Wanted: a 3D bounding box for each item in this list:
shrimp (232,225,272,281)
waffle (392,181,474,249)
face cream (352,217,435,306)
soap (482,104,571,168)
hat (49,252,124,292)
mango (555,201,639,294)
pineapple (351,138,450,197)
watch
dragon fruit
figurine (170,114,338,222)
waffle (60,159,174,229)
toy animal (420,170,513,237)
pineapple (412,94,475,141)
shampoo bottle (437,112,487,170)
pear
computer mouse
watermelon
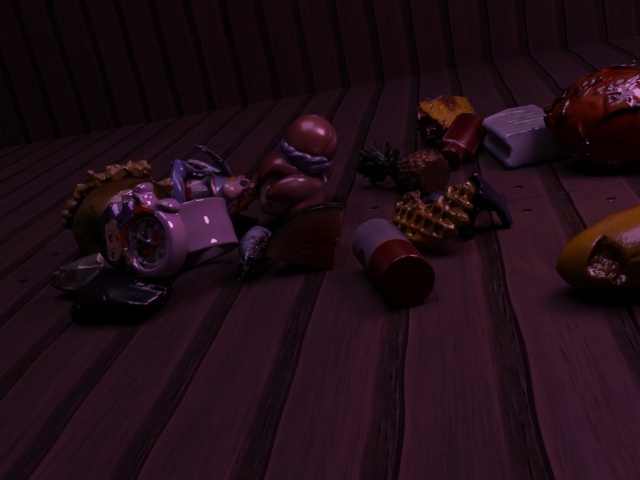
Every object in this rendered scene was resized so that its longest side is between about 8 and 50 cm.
[{"bbox_3d":[-0.138,0.033,1.550,0.090,0.079,0.233,-43,10,24],"label":"shrimp"},{"bbox_3d":[0.213,-0.055,1.493,0.194,0.051,0.148,-19,47,44],"label":"waffle"},{"bbox_3d":[0.125,0.035,1.349,0.096,0.095,0.214,-14,20,-6],"label":"face cream"},{"bbox_3d":[0.526,-0.276,1.984,0.173,0.095,0.289,-11,19,2],"label":"soap"},{"bbox_3d":[-0.486,0.077,1.652,0.166,0.081,0.122,-10,-26,-42],"label":"hat"},{"bbox_3d":[0.495,0.009,1.164,0.262,0.129,0.167,-18,17,-4],"label":"mango"},{"bbox_3d":[0.199,-0.177,1.873,0.130,0.118,0.277,11,8,-35],"label":"pineapple"},{"bbox_3d":[-0.309,-0.019,1.581,0.244,0.196,0.231,-23,-7,34],"label":"watch"},{"bbox_3d":[0.675,-0.278,1.717,0.315,0.250,0.250,-22,13,28],"label":"dragon fruit"},{"bbox_3d":[-0.151,-0.141,1.806,0.388,0.248,0.276,-4,-12,-4],"label":"figurine"},{"bbox_3d":[-0.503,-0.106,1.924,0.282,0.058,0.301,-38,-21,24],"label":"waffle"},{"bbox_3d":[0.273,-0.047,1.557,0.210,0.121,0.117,-16,56,44],"label":"toy animal"},{"bbox_3d":[0.358,-0.328,2.259,0.250,0.139,0.164,-12,-29,-52],"label":"pineapple"},{"bbox_3d":[0.379,-0.266,2.055,0.102,0.064,0.260,25,37,11],"label":"shampoo bottle"},{"bbox_3d":[-0.447,-0.047,1.769,0.229,0.188,0.211,5,30,33],"label":"pear"},{"bbox_3d":[-0.394,0.108,1.484,0.217,0.073,0.122,-3,21,21],"label":"computer mouse"},{"bbox_3d":[-0.009,-0.019,1.533,0.193,0.137,0.145,-29,15,19],"label":"watermelon"}]
